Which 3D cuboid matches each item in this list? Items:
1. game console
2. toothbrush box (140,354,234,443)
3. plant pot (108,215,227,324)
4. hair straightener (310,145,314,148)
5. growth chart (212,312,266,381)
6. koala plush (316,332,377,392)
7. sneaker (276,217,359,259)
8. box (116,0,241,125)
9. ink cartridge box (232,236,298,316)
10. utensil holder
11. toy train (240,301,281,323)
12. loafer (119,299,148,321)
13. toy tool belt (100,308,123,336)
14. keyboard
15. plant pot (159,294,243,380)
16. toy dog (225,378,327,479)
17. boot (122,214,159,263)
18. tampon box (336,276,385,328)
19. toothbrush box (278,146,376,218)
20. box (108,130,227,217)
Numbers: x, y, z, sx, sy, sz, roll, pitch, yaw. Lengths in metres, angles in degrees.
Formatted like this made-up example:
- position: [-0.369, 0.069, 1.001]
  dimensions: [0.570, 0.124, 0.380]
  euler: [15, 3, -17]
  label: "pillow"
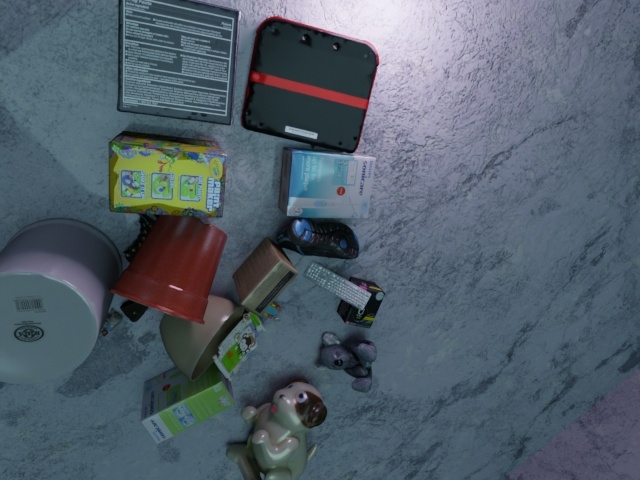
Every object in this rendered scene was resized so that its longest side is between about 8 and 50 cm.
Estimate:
- position: [-0.030, -0.477, 1.302]
  dimensions: [0.386, 0.060, 0.342]
  euler: [11, 110, -8]
  label: "game console"
- position: [-0.466, 0.539, 1.476]
  dimensions: [0.283, 0.206, 0.122]
  euler: [-25, 116, -8]
  label: "toothbrush box"
- position: [-0.411, 0.067, 1.198]
  dimensions: [0.272, 0.272, 0.265]
  euler: [26, 75, -25]
  label: "plant pot"
- position: [-0.017, -0.350, 1.395]
  dimensions: [0.230, 0.047, 0.089]
  euler: [20, 101, -24]
  label: "hair straightener"
- position: [-0.283, 0.367, 1.484]
  dimensions: [0.237, 0.021, 0.172]
  euler: [-54, 139, -26]
  label: "growth chart"
- position: [0.099, 0.476, 1.689]
  dimensions: [0.221, 0.203, 0.196]
  euler: [8, 98, 0]
  label: "koala plush"
- position: [0.000, 0.000, 1.504]
  dimensions: [0.341, 0.139, 0.125]
  euler: [17, 62, -38]
  label: "sneaker"
- position: [-0.386, -0.488, 1.141]
  dimensions: [0.296, 0.183, 0.294]
  euler: [2, 109, -22]
  label: "box"
- position: [-0.191, 0.114, 1.400]
  dimensions: [0.088, 0.234, 0.193]
  euler: [40, 94, -26]
  label: "ink cartridge box"
- position: [-0.740, 0.149, 1.139]
  dimensions: [0.327, 0.385, 0.327]
  euler: [-7, 112, -17]
  label: "utensil holder"
- position: [-0.230, 0.274, 1.555]
  dimensions: [0.166, 0.046, 0.125]
  euler: [-7, 125, -21]
  label: "toy train"
- position: [-0.576, 0.171, 1.373]
  dimensions: [0.078, 0.080, 0.220]
  euler: [38, 94, -27]
  label: "loafer"
- position: [-0.704, 0.271, 1.390]
  dimensions: [0.083, 0.052, 0.051]
  euler: [-44, 86, -3]
  label: "toy tool belt"
- position: [0.062, 0.168, 1.566]
  dimensions: [0.256, 0.014, 0.072]
  euler: [29, 102, 4]
  label: "keyboard"
- position: [-0.416, 0.290, 1.395]
  dimensions: [0.191, 0.284, 0.284]
  euler: [32, 98, 7]
  label: "plant pot"
- position: [-0.129, 0.755, 1.636]
  dimensions: [0.395, 0.284, 0.408]
  euler: [18, 101, -24]
  label: "toy dog"
- position: [-0.552, -0.015, 1.296]
  dimensions: [0.178, 0.085, 0.236]
  euler: [-41, 132, 0]
  label: "boot"
- position: [0.157, 0.243, 1.643]
  dimensions: [0.120, 0.101, 0.161]
  euler: [15, 104, -23]
  label: "tampon box"
- position: [0.020, -0.193, 1.424]
  dimensions: [0.295, 0.126, 0.216]
  euler: [1, 109, -21]
  label: "toothbrush box"
- position: [-0.422, -0.193, 1.177]
  dimensions: [0.279, 0.290, 0.177]
  euler: [2, 108, -19]
  label: "box"
